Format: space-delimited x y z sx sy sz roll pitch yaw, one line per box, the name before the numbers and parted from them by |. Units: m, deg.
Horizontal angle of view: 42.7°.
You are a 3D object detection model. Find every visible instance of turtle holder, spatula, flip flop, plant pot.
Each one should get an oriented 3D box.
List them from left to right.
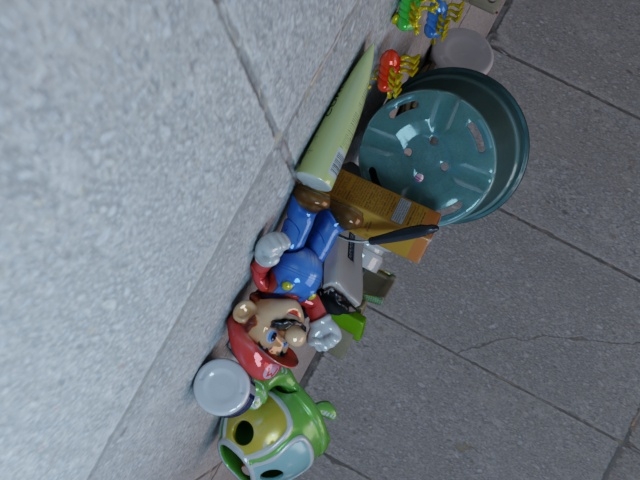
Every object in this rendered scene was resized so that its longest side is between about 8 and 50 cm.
turtle holder | -0.106 0.421 1.842 0.227 0.243 0.320 -38 170 -30
spatula | 0.066 -0.006 1.412 0.084 0.296 0.030 0 87 -60
flip flop | 0.251 -0.349 2.080 0.112 0.080 0.277 -57 171 -33
plant pot | 0.232 -0.175 1.621 0.341 0.341 0.334 -64 169 17

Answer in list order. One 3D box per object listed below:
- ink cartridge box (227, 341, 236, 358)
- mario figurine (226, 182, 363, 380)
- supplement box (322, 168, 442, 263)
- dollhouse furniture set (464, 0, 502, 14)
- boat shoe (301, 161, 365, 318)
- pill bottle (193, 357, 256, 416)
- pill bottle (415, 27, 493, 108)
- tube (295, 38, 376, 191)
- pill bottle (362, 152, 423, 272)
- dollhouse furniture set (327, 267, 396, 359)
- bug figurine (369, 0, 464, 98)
ink cartridge box | -0.116 0.178 1.539 0.109 0.063 0.150 -60 172 -14
mario figurine | -0.030 0.082 1.319 0.170 0.198 0.320 -142 -104 -85
supplement box | 0.090 -0.051 1.456 0.078 0.233 0.080 109 6 -52
dollhouse furniture set | 0.371 -0.609 1.751 0.129 0.129 0.183 -55 170 -45
boat shoe | 0.000 0.000 1.582 0.158 0.127 0.340 -18 -136 30
pill bottle | -0.160 0.256 1.404 0.094 0.094 0.169 -60 172 -12
pill bottle | 0.344 -0.414 2.172 0.161 0.161 0.283 -59 173 -25
tube | 0.035 -0.193 1.276 0.070 0.062 0.240 9 -110 51
pill bottle | 0.159 -0.075 2.103 0.301 0.169 0.169 -62 173 1
dollhouse furniture set | 0.050 0.166 2.121 0.151 0.198 0.301 -67 170 28
bug figurine | 0.174 -0.385 1.443 0.279 0.072 0.216 -51 162 -35
